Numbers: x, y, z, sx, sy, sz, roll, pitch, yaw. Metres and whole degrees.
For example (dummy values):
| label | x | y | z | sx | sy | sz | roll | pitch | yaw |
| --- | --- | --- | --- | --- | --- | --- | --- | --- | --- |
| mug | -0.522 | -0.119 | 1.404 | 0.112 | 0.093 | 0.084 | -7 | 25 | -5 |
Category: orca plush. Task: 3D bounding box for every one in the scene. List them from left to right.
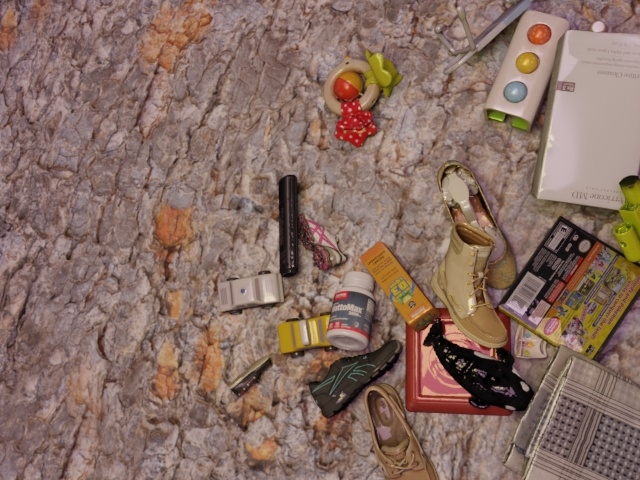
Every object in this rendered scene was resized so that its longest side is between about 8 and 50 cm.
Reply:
| label | x | y | z | sx | sy | sz | roll | pitch | yaw |
| --- | --- | --- | --- | --- | --- | --- | --- | --- | --- |
| orca plush | 0.364 | 0.289 | 1.564 | 0.151 | 0.102 | 0.287 | -42 | 71 | 4 |

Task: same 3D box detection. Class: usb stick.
| label | x | y | z | sx | sy | sz | roll | pitch | yaw |
| --- | --- | --- | --- | --- | --- | --- | --- | --- | --- |
| usb stick | -0.086 | -0.042 | 1.821 | 0.045 | 0.077 | 0.278 | 6 | 72 | -25 |

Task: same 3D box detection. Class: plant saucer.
| label | x | y | z | sx | sy | sz | roll | pitch | yaw |
| --- | --- | --- | --- | --- | --- | --- | --- | --- | --- |
| plant saucer | 0.332 | 0.290 | 1.652 | 0.258 | 0.048 | 0.259 | -2 | 78 | 16 |

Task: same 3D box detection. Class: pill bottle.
| label | x | y | z | sx | sy | sz | roll | pitch | yaw |
| --- | --- | --- | --- | --- | --- | --- | --- | --- | --- |
| pill bottle | 0.081 | 0.174 | 1.700 | 0.107 | 0.108 | 0.180 | 3 | 59 | 17 |

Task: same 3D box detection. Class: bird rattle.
| label | x | y | z | sx | sy | sz | roll | pitch | yaw |
| --- | --- | --- | --- | --- | --- | --- | --- | --- | --- |
| bird rattle | 0.100 | -0.395 | 1.846 | 0.207 | 0.143 | 0.254 | 37 | 103 | 31 |

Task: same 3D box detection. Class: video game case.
| label | x | y | z | sx | sy | sz | roll | pitch | yaw |
| --- | --- | --- | --- | --- | --- | --- | --- | --- | --- |
| video game case | 0.595 | 0.119 | 1.597 | 0.248 | 0.035 | 0.275 | 35 | 82 | 16 |

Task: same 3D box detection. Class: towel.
| label | x | y | z | sx | sy | sz | roll | pitch | yaw |
| --- | --- | --- | --- | --- | --- | --- | --- | --- | --- |
| towel | 0.600 | 0.434 | 1.495 | 0.324 | 0.056 | 0.312 | 27 | 86 | 1 |

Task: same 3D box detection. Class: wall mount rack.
| label | x | y | z | sx | sy | sz | roll | pitch | yaw |
| --- | --- | --- | --- | --- | --- | --- | --- | --- | --- |
| wall mount rack | 0.417 | -0.573 | 1.675 | 0.350 | 0.304 | 0.130 | -43 | 100 | 4 |

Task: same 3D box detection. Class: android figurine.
| label | x | y | z | sx | sy | sz | roll | pitch | yaw |
| --- | --- | --- | --- | --- | --- | --- | --- | --- | --- |
| android figurine | 0.756 | -0.055 | 1.512 | 0.248 | 0.273 | 0.056 | -45 | 26 | -15 |

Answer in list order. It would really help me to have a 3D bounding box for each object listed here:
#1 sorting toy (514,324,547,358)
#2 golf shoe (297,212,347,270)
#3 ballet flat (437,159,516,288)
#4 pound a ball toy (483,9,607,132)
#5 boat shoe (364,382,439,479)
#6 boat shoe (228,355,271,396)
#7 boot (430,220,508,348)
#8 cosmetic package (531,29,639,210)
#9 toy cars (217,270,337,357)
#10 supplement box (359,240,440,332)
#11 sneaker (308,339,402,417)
| label | x | y | z | sx | sy | sz | roll | pitch | yaw |
| --- | --- | --- | --- | --- | --- | --- | --- | --- | --- |
| sorting toy | 0.504 | 0.247 | 1.617 | 0.075 | 0.045 | 0.083 | 11 | 70 | 5 |
| golf shoe | 0.000 | 0.000 | 1.807 | 0.086 | 0.067 | 0.186 | -14 | 57 | -29 |
| ballet flat | 0.377 | -0.045 | 1.673 | 0.123 | 0.123 | 0.349 | -23 | 74 | 10 |
| pound a ball toy | 0.561 | -0.434 | 1.690 | 0.208 | 0.136 | 0.319 | 22 | 86 | 19 |
| boat shoe | 0.183 | 0.508 | 1.615 | 0.121 | 0.110 | 0.341 | -28 | 73 | 9 |
| boat shoe | -0.180 | 0.356 | 1.789 | 0.133 | 0.049 | 0.042 | -41 | 99 | -3 |
| boot | 0.364 | 0.099 | 1.572 | 0.095 | 0.203 | 0.262 | -8 | 43 | -24 |
| cosmetic package | 0.628 | -0.271 | 1.565 | 0.217 | 0.156 | 0.385 | 7 | 97 | 11 |
| toy cars | -0.114 | 0.188 | 1.779 | 0.393 | 0.087 | 0.176 | 31 | 88 | 19 |
| supplement box | 0.195 | 0.113 | 1.687 | 0.078 | 0.080 | 0.233 | -39 | 60 | 4 |
| sneaker | 0.085 | 0.324 | 1.688 | 0.267 | 0.101 | 0.106 | -40 | 69 | 4 |
